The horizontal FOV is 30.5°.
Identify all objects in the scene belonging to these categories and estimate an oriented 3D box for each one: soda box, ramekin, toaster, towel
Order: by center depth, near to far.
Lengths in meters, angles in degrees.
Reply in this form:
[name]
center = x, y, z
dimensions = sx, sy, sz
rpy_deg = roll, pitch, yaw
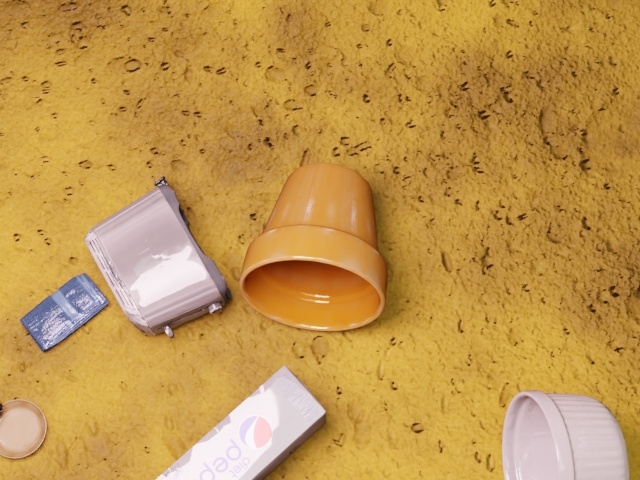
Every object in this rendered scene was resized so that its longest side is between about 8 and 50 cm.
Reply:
[ramekin]
center = 0.332, 0.303, 1.586
dimensions = 0.109, 0.207, 0.207
rpy_deg = -2, 74, -11
[soda box]
center = -0.124, 0.306, 1.624
dimensions = 0.286, 0.098, 0.091
rpy_deg = -41, 77, -13
[toaster]
center = -0.239, 0.027, 1.689
dimensions = 0.146, 0.129, 0.227
rpy_deg = -30, 78, -7
[towel]
center = -0.374, 0.104, 1.713
dimensions = 0.119, 0.029, 0.067
rpy_deg = -39, 77, -11

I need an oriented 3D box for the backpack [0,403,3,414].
[backpack]
center = -0.524, 0.245, 1.634
dimensions = 0.114, 0.084, 0.105
rpy_deg = 24, 77, 19

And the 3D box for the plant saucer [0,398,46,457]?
[plant saucer]
center = -0.430, 0.268, 1.670
dimensions = 0.083, 0.015, 0.083
rpy_deg = 0, 74, -1

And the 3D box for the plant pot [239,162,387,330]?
[plant pot]
center = 0.000, 0.000, 1.678
dimensions = 0.205, 0.205, 0.188
rpy_deg = 8, 59, 1
